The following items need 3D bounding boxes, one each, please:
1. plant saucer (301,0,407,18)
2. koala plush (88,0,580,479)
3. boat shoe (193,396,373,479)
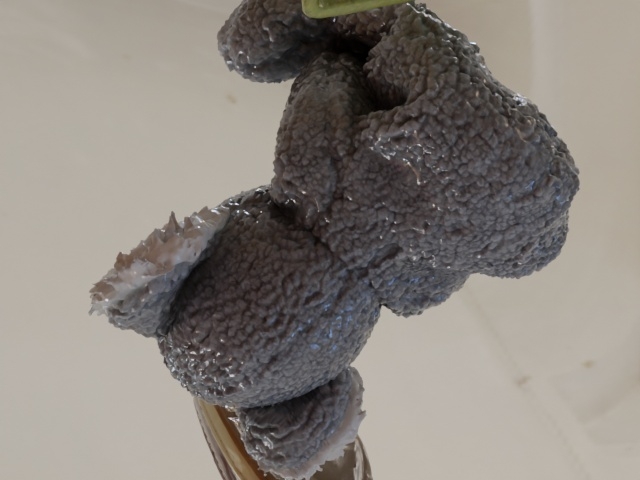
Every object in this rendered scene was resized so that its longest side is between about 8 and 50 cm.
[{"bbox_3d":[0.078,-0.189,0.638,0.045,0.188,0.188,49,-45,27],"label":"plant saucer"},{"bbox_3d":[0.000,0.000,0.793,0.221,0.196,0.203,-44,-149,-8],"label":"koala plush"},{"bbox_3d":[-0.017,0.220,1.122,0.342,0.123,0.123,53,-57,35],"label":"boat shoe"}]
